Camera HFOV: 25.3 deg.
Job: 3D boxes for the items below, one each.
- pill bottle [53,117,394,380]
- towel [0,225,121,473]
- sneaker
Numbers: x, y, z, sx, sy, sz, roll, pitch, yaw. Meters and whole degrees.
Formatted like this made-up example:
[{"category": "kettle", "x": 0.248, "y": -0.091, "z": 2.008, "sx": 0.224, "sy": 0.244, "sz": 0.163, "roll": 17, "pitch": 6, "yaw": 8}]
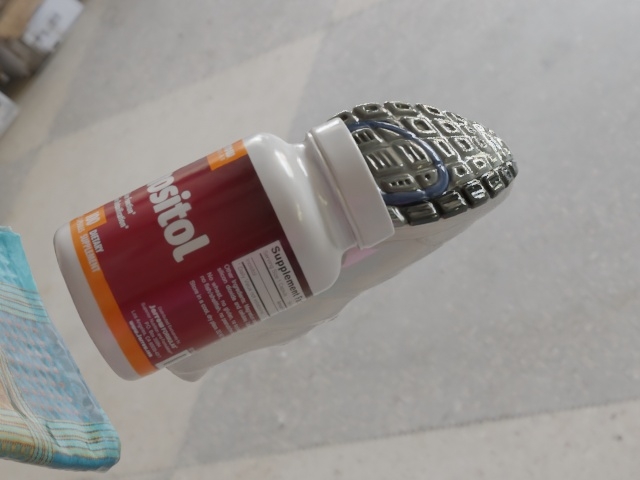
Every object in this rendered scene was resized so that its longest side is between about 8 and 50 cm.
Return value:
[{"category": "pill bottle", "x": -0.046, "y": 0.000, "z": 0.697, "sx": 0.152, "sy": 0.086, "sz": 0.086, "roll": -26, "pitch": 33, "yaw": -2}, {"category": "towel", "x": -0.299, "y": 0.063, "z": 1.181, "sx": 0.040, "sy": 0.370, "sz": 0.271, "roll": -32, "pitch": 70, "yaw": 7}, {"category": "sneaker", "x": 0.000, "y": 0.000, "z": 0.991, "sx": 0.297, "sy": 0.129, "sz": 0.111, "roll": -22, "pitch": 57, "yaw": -12}]
